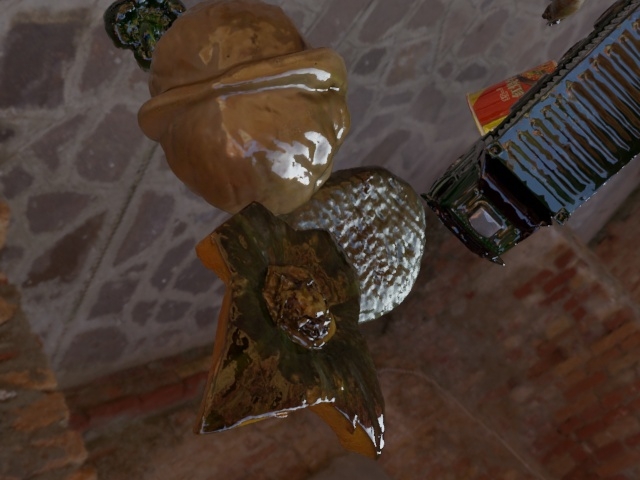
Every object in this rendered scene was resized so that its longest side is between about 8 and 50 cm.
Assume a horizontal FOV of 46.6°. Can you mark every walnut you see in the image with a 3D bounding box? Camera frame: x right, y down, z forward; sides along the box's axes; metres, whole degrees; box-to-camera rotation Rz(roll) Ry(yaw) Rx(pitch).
[{"bbox_3d":[-0.098,-0.175,0.985,0.285,0.297,0.285,-15,177,-1],"label":"walnut"}]

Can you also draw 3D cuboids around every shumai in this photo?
[{"bbox_3d":[0.000,0.000,1.598,0.397,0.323,0.324,-14,105,-33],"label":"shumai"}]

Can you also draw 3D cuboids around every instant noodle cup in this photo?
[{"bbox_3d":[0.395,-0.226,1.389,0.174,0.213,0.213,-27,164,21],"label":"instant noodle cup"}]

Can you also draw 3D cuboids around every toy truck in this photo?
[{"bbox_3d":[0.196,-0.092,0.575,0.259,0.088,0.121,-45,-176,17],"label":"toy truck"}]

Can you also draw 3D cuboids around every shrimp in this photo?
[{"bbox_3d":[0.528,-0.516,1.483,0.169,0.058,0.296,-46,-179,0],"label":"shrimp"}]

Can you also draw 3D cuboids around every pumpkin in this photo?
[{"bbox_3d":[-0.032,0.080,0.789,0.095,0.290,0.258,-31,142,28],"label":"pumpkin"}]

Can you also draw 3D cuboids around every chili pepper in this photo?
[{"bbox_3d":[-0.349,-0.440,1.544,0.165,0.174,0.261,-43,-160,-8],"label":"chili pepper"}]
